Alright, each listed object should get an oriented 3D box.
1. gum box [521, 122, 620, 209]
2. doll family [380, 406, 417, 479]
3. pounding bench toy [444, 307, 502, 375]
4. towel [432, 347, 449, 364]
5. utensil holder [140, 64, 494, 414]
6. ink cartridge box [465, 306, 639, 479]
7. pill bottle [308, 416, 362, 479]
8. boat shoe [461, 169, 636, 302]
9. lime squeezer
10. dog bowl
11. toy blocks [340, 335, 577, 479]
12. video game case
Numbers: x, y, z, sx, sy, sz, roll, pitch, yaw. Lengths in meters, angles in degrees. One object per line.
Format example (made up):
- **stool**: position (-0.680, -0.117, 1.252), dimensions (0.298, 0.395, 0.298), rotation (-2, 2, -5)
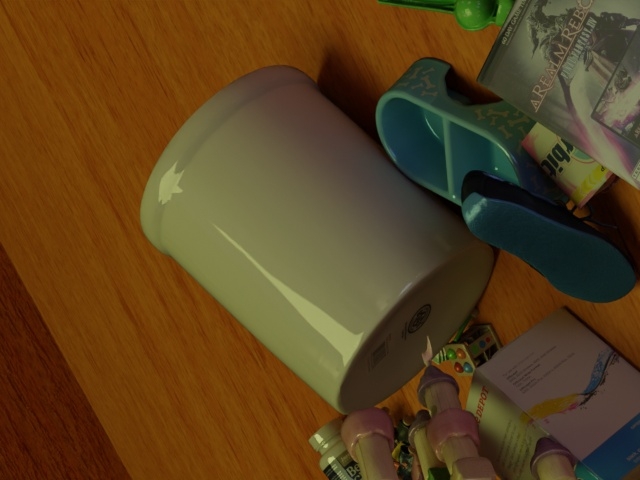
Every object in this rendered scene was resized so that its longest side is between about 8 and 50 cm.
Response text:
- **gum box**: position (0.312, -0.125, 1.723), dimensions (0.107, 0.062, 0.188), rotation (51, 151, 12)
- **doll family**: position (0.141, 0.357, 2.463), dimensions (0.193, 0.076, 0.111), rotation (50, 132, 24)
- **pounding bench toy**: position (0.209, 0.144, 2.153), dimensions (0.052, 0.065, 0.083), rotation (-10, 109, 60)
- **towel**: position (0.136, 0.109, 2.279), dimensions (0.113, 0.023, 0.152), rotation (16, 131, 50)
- **utensil holder**: position (0.000, 0.000, 2.081), dimensions (0.385, 0.328, 0.327), rotation (42, 148, 22)
- **ink cartridge box**: position (0.324, 0.242, 1.960), dimensions (0.233, 0.168, 0.171), rotation (42, 149, 26)
- **pill bottle**: position (0.057, 0.390, 2.608), dimensions (0.169, 0.094, 0.094), rotation (50, 151, 12)
- **boat shoe**: position (0.277, -0.016, 1.796), dimensions (0.258, 0.089, 0.109), rotation (34, 119, -30)
- **lime squeezer**: position (0.172, -0.275, 1.755), dimensions (0.310, 0.110, 0.058), rotation (-174, 86, -69)
- **dog bowl**: position (0.185, -0.120, 1.919), dimensions (0.297, 0.074, 0.166), rotation (30, 142, 39)
- **toy blocks**: position (0.168, 0.312, 1.924), dimensions (0.260, 0.309, 0.288), rotation (-105, 17, -57)
- **video game case**: position (0.309, -0.188, 1.604), dimensions (0.274, 0.026, 0.196), rotation (38, 114, 31)
